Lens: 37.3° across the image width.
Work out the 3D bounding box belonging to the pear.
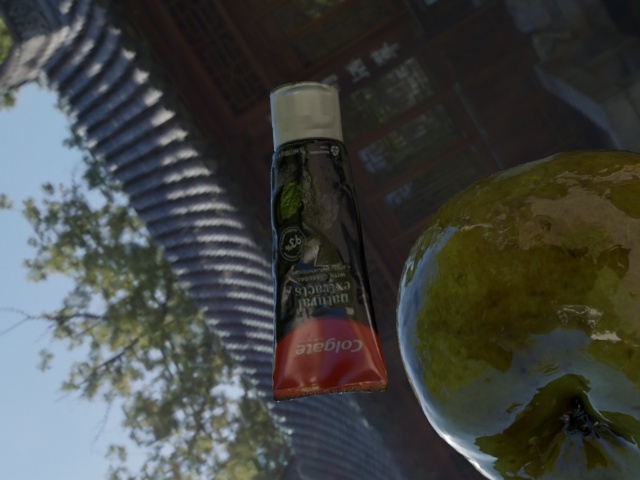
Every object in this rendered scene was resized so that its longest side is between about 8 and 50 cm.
[{"bbox_3d":[0.219,0.065,0.788,0.304,0.304,0.304,56,-168,-18],"label":"pear"}]

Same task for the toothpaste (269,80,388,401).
[{"bbox_3d":[0.000,0.000,0.587,0.045,0.071,0.193,43,-137,-74],"label":"toothpaste"}]
